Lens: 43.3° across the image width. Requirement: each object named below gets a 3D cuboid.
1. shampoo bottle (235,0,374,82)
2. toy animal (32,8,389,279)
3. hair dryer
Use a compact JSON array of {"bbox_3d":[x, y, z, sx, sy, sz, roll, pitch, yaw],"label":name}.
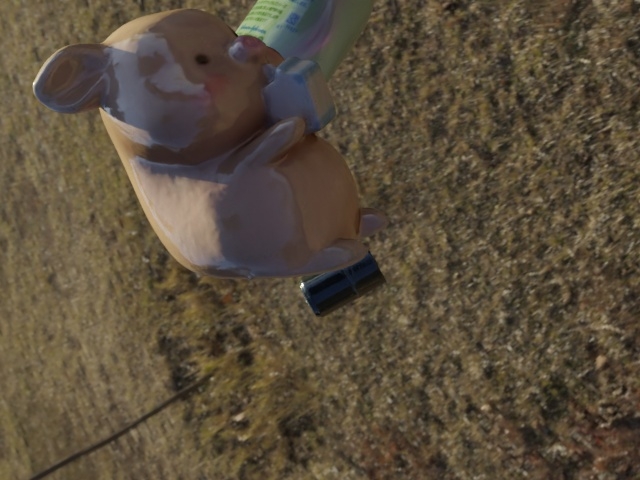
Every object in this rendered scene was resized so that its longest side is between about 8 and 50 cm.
[{"bbox_3d":[-0.001,-0.394,1.322,0.151,0.349,0.222,37,173,-36],"label":"shampoo bottle"},{"bbox_3d":[-0.085,-0.086,0.718,0.213,0.195,0.256,-14,104,29],"label":"toy animal"},{"bbox_3d":[0.000,0.000,1.254,0.219,0.124,0.071,63,-179,16],"label":"hair dryer"}]
